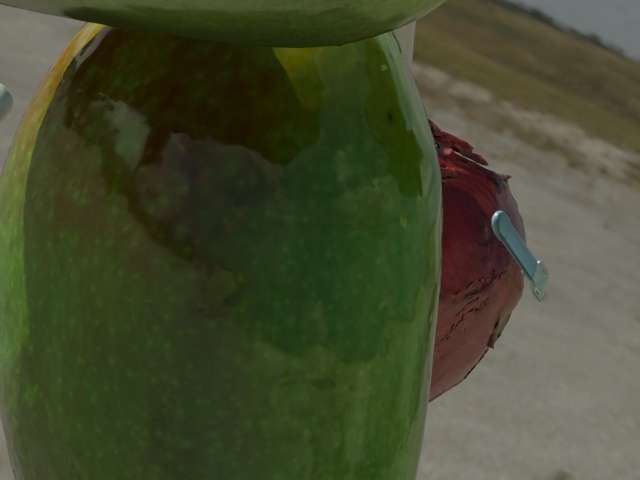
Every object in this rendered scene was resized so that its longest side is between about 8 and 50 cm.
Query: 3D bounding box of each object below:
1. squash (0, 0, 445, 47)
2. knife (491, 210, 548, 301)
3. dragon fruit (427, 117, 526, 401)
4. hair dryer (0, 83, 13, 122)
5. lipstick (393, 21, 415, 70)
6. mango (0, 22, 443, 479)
[{"bbox_3d":[-0.101,-0.146,0.607,0.370,0.118,0.118,10,-2,30],"label":"squash"},{"bbox_3d":[0.142,0.009,1.077,0.010,0.027,0.096,-1,-35,33],"label":"knife"},{"bbox_3d":[0.041,0.021,1.442,0.295,0.301,0.295,38,1,-1],"label":"dragon fruit"},{"bbox_3d":[-0.306,-0.041,1.435,0.183,0.044,0.155,64,26,-24],"label":"hair dryer"},{"bbox_3d":[0.000,0.000,0.875,0.087,0.327,0.087,3,27,-2],"label":"lipstick"},{"bbox_3d":[-0.052,0.056,0.713,0.225,0.382,0.201,9,8,33],"label":"mango"}]
